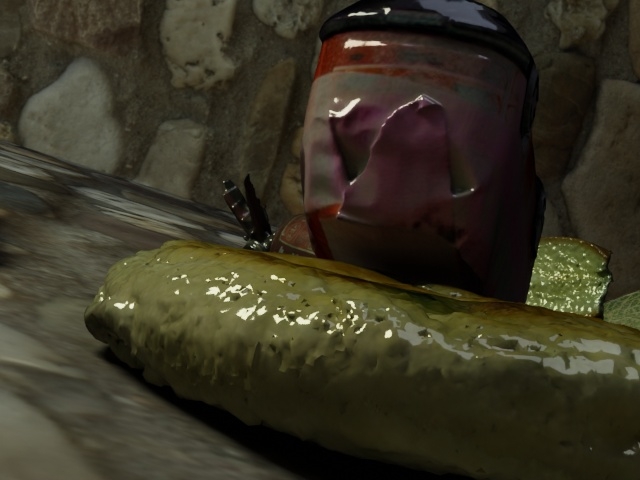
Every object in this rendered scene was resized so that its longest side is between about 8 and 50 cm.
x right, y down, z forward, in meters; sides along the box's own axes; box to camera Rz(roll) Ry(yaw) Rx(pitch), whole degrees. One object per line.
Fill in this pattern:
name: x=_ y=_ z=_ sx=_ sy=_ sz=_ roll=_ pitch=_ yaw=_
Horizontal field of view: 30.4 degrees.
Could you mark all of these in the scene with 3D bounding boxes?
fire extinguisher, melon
fire extinguisher: x=0.005 y=0.001 z=1.119 sx=0.252 sy=0.106 sz=0.075 roll=20 pitch=22 yaw=40
melon: x=0.346 y=0.108 z=1.303 sx=0.093 sy=0.139 sz=0.202 roll=44 pitch=-16 yaw=-33

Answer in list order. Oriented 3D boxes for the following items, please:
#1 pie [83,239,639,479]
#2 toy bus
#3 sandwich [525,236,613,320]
pie: x=0.059 y=0.055 z=0.516 sx=0.338 sy=0.075 sz=0.337 roll=16 pitch=-1 yaw=0
toy bus: x=0.071 y=-0.024 z=0.752 sx=0.128 sy=0.147 sz=0.302 roll=10 pitch=-18 yaw=15
sandwich: x=0.210 y=0.057 z=1.143 sx=0.088 sy=0.090 sz=0.244 roll=14 pitch=-16 yaw=2
